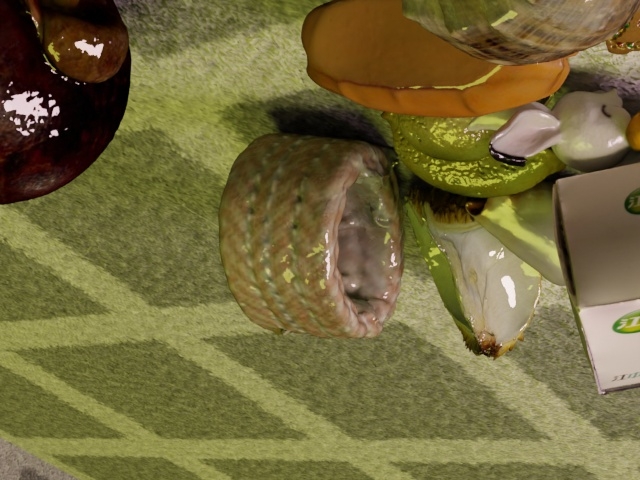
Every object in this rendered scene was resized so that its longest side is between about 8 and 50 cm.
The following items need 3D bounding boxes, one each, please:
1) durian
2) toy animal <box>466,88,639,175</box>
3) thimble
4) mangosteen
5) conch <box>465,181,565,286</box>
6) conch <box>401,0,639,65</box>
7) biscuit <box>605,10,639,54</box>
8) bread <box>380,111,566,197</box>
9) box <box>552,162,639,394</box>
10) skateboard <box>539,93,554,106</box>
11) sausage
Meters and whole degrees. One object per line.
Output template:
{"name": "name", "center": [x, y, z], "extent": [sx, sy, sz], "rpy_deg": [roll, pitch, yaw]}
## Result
{"name": "durian", "center": [0.157, 0.025, 1.482], "extent": [0.144, 0.139, 0.252], "rpy_deg": [5, 131, 25]}
{"name": "toy animal", "center": [0.238, -0.084, 1.221], "extent": [0.182, 0.127, 0.131], "rpy_deg": [39, -173, -37]}
{"name": "thimble", "center": [-0.003, -0.001, 1.444], "extent": [0.148, 0.196, 0.229], "rpy_deg": [7, 116, 29]}
{"name": "mangosteen", "center": [-0.307, -0.183, 1.212], "extent": [0.297, 0.293, 0.297], "rpy_deg": [26, -163, -9]}
{"name": "conch", "center": [0.239, -0.019, 1.411], "extent": [0.176, 0.094, 0.104], "rpy_deg": [36, 158, -14]}
{"name": "conch", "center": [0.163, -0.211, 0.939], "extent": [0.291, 0.210, 0.159], "rpy_deg": [20, -160, -26]}
{"name": "biscuit", "center": [0.257, -0.187, 1.132], "extent": [0.092, 0.016, 0.082], "rpy_deg": [29, 153, -27]}
{"name": "bread", "center": [0.146, -0.086, 1.317], "extent": [0.188, 0.065, 0.149], "rpy_deg": [18, 167, 5]}
{"name": "box", "center": [0.386, 0.014, 1.200], "extent": [0.333, 0.145, 0.173], "rpy_deg": [-12, 149, 12]}
{"name": "skateboard", "center": [0.177, -0.140, 1.268], "extent": [0.083, 0.032, 0.064], "rpy_deg": [18, 145, -5]}
{"name": "sausage", "center": [0.100, -0.166, 1.151], "extent": [0.241, 0.120, 0.136], "rpy_deg": [5, -175, 30]}
